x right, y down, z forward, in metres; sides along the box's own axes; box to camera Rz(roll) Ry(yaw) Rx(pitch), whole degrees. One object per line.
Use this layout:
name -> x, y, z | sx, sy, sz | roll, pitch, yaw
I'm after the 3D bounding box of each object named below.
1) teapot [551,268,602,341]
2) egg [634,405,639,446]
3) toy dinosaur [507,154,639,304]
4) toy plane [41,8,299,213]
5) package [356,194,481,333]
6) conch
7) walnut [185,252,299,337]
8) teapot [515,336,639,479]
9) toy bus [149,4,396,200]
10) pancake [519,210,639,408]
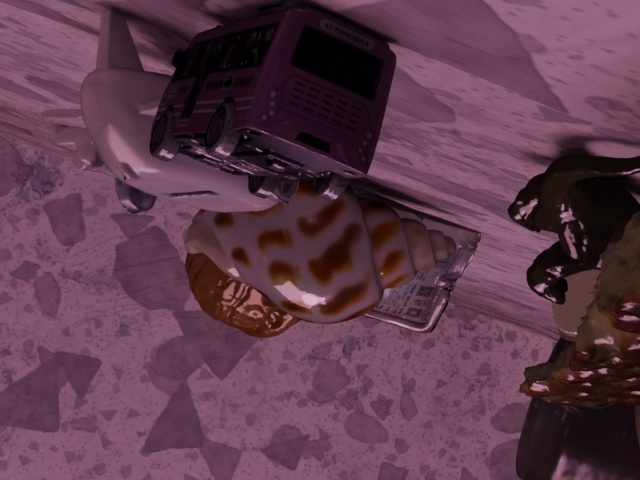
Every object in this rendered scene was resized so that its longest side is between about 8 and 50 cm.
teapot -> 0.324, 0.078, 1.563 | 0.107, 0.077, 0.200 | -1, 172, 11
egg -> 0.423, 0.179, 1.359 | 0.218, 0.218, 0.295 | 20, -172, -10
toy dinosaur -> 0.210, -0.032, 0.892 | 0.187, 0.087, 0.179 | 4, 148, -30
toy plane -> -0.099, -0.085, 1.026 | 0.244, 0.118, 0.245 | 1, 170, 0
package -> 0.080, 0.030, 1.582 | 0.173, 0.171, 0.027 | 19, -139, -7
conch -> 0.000, 0.000, 1.459 | 0.274, 0.183, 0.149 | 19, 134, -13
walnut -> -0.071, 0.022, 1.708 | 0.213, 0.213, 0.213 | 19, 177, 1
teapot -> 0.502, 0.273, 1.935 | 0.361, 0.306, 0.376 | 21, -143, 20
toy bus -> -0.031, -0.082, 0.797 | 0.086, 0.098, 0.178 | 20, 174, -25
pancake -> 0.303, 0.056, 0.705 | 0.426, 0.067, 0.305 | 7, 164, -15
